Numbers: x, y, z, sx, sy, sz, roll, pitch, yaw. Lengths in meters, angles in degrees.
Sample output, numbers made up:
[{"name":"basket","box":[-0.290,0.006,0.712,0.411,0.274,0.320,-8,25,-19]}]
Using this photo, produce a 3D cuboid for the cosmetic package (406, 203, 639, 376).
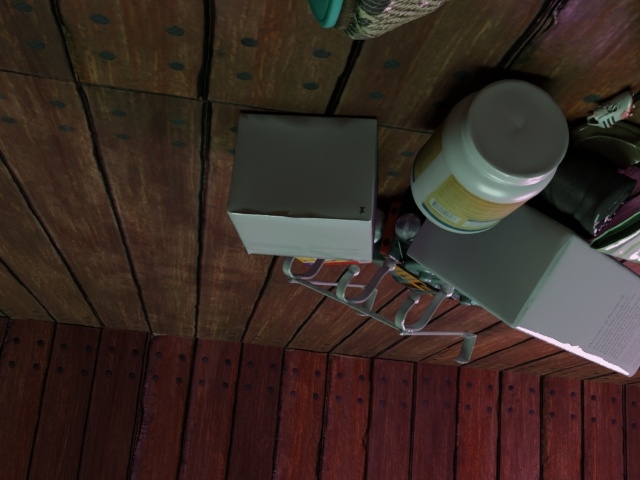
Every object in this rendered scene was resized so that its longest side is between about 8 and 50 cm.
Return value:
[{"name":"cosmetic package","box":[0.372,0.064,1.316,0.453,0.161,0.230,24,-170,-46]}]

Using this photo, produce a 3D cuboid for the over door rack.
[{"name":"over door rack","box":[0.113,0.090,1.360,0.239,0.108,0.324,24,176,32]}]

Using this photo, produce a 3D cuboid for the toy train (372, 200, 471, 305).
[{"name":"toy train","box":[0.188,0.024,1.466,0.190,0.142,0.334,5,166,35]}]

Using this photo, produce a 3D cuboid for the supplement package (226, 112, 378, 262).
[{"name":"supplement package","box":[-0.016,-0.070,1.166,0.194,0.149,0.203,4,163,5]}]

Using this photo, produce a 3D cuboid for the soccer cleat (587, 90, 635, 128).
[{"name":"soccer cleat","box":[0.349,-0.156,0.982,0.035,0.029,0.083,2,168,-3]}]

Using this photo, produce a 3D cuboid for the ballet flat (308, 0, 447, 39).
[{"name":"ballet flat","box":[0.072,-0.278,0.496,0.182,0.164,0.483,-16,169,-3]}]

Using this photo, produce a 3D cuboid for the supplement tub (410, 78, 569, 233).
[{"name":"supplement tub","box":[0.204,-0.100,1.009,0.144,0.144,0.200,8,164,-9]}]

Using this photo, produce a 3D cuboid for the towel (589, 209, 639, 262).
[{"name":"towel","box":[0.552,-0.024,1.134,0.248,0.038,0.325,-37,148,32]}]

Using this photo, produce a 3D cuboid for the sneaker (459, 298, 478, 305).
[{"name":"sneaker","box":[0.417,0.098,1.678,0.283,0.110,0.122,8,160,-9]}]

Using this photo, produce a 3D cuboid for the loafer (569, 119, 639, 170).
[{"name":"loafer","box":[0.391,-0.119,1.051,0.148,0.050,0.056,7,163,-8]}]

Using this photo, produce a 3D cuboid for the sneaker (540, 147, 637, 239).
[{"name":"sneaker","box":[0.360,-0.078,1.134,0.130,0.109,0.286,38,-173,16]}]

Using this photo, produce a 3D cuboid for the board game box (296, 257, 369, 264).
[{"name":"board game box","box":[0.000,0.000,1.579,0.146,0.045,0.193,-3,161,26]}]
